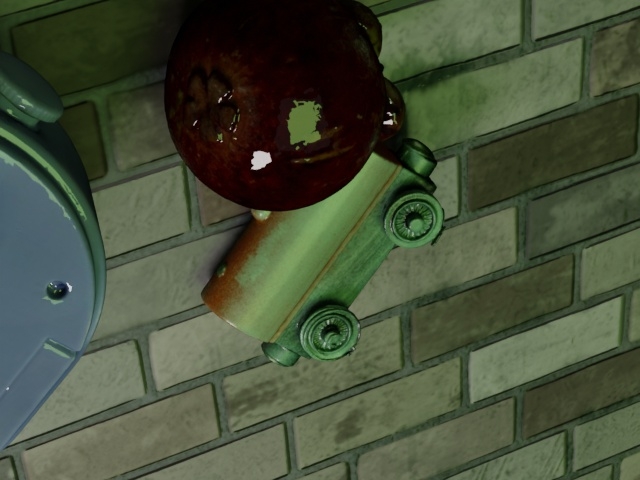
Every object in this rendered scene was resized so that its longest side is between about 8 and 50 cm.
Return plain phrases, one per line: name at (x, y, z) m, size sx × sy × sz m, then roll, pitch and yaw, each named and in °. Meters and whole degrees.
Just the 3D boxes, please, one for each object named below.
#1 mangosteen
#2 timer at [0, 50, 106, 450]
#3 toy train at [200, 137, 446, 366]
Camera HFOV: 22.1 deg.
mangosteen at (-0.020, -0.140, 1.536) m, size 0.257 × 0.215 × 0.215 m, roll -16°, pitch 132°, yaw -46°
timer at (-0.363, -0.007, 1.427) m, size 0.395 × 0.173 × 0.395 m, roll -6°, pitch 120°, yaw -10°
toy train at (0.000, 0.000, 1.711) m, size 0.177 × 0.116 × 0.285 m, roll 28°, pitch 107°, yaw -28°
